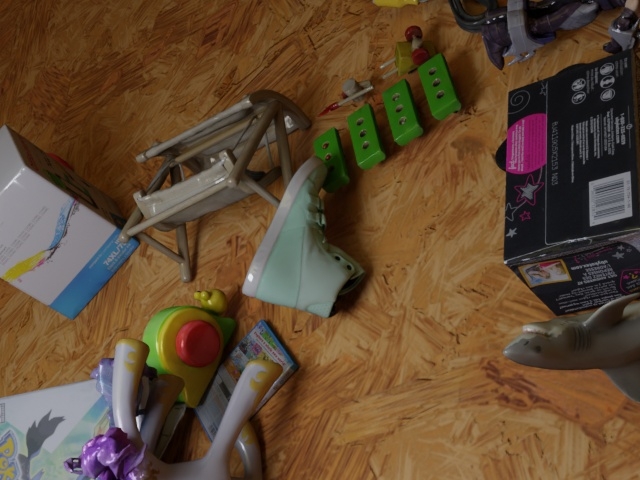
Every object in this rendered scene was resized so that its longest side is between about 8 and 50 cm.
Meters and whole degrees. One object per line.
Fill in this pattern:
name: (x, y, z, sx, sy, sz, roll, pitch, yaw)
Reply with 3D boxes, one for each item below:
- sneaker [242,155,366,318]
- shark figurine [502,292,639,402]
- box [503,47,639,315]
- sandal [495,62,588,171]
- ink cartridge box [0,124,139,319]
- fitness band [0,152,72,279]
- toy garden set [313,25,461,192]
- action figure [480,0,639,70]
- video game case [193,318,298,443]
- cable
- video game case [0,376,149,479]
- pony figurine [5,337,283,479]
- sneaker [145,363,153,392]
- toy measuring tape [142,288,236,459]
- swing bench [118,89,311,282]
sneaker: (0.000, 0.001, 1.418, 0.094, 0.151, 0.256, 113, 179, -56)
shark figurine: (0.345, 0.106, 1.016, 0.278, 0.166, 0.116, -18, 78, 22)
box: (0.314, -0.063, 1.126, 0.163, 0.142, 0.247, -16, 52, 34)
sandal: (0.301, -0.159, 1.301, 0.179, 0.040, 0.067, -51, 31, 24)
ink cartridge box: (-0.513, -0.033, 1.800, 0.197, 0.270, 0.198, -48, 39, 4)
fitness band: (-0.631, -0.053, 2.110, 0.209, 0.054, 0.291, 9, 68, 44)
toy garden set: (0.098, -0.202, 1.520, 0.244, 0.049, 0.204, -32, 44, 23)
action figure: (0.359, -0.320, 1.323, 0.285, 0.099, 0.185, -16, 43, 31)
video game case: (-0.114, 0.207, 1.432, 0.166, 0.015, 0.119, -48, 38, 5)
cable: (0.199, -0.399, 1.589, 0.139, 0.072, 0.287, -42, 49, -15)
video game case: (-0.367, 0.370, 1.394, 0.300, 0.036, 0.329, -13, 71, 19)
pony figurine: (-0.210, 0.309, 1.224, 0.303, 0.351, 0.363, 119, 157, -50)
sneaker: (-0.325, 0.299, 1.502, 0.118, 0.110, 0.292, 6, 65, 56)
toy measuring tape: (-0.230, 0.203, 1.444, 0.121, 0.121, 0.330, 1, 55, 44)
swing bench: (-0.168, -0.105, 1.607, 0.253, 0.165, 0.254, -23, 46, 31)
